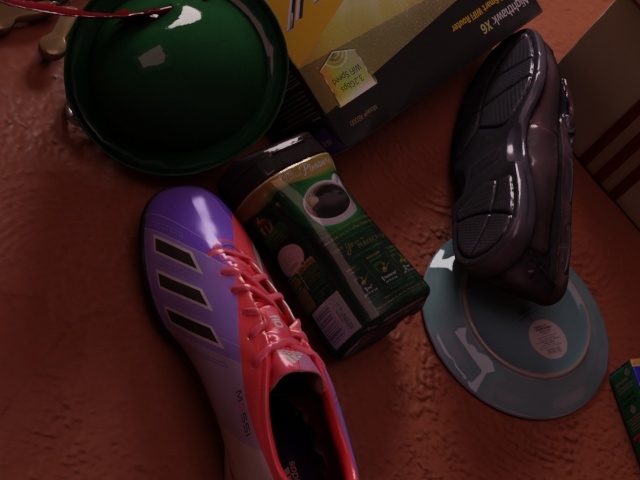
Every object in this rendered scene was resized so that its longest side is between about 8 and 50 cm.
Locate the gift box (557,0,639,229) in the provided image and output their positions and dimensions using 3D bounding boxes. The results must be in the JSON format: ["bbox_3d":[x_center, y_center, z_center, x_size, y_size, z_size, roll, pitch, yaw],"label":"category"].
[{"bbox_3d":[0.408,-0.156,1.331,0.276,0.258,0.255,46,53,7],"label":"gift box"}]

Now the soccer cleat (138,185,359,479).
[{"bbox_3d":[-0.047,0.082,1.047,0.109,0.116,0.318,-8,65,-30],"label":"soccer cleat"}]

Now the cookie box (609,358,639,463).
[{"bbox_3d":[0.314,0.156,1.229,0.092,0.040,0.107,-2,61,-27],"label":"cookie box"}]

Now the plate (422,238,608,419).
[{"bbox_3d":[0.177,0.067,1.227,0.188,0.024,0.188,13,55,-19],"label":"plate"}]

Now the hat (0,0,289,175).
[{"bbox_3d":[-0.124,-0.135,1.048,0.208,0.183,0.173,-17,91,-3],"label":"hat"}]

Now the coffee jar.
[{"bbox_3d":[0.000,0.000,1.145,0.096,0.079,0.184,-27,76,-40],"label":"coffee jar"}]

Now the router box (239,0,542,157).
[{"bbox_3d":[0.034,-0.238,1.268,0.309,0.081,0.243,-38,99,-37],"label":"router box"}]

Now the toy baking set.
[{"bbox_3d":[-0.179,-0.185,1.206,0.256,0.030,0.197,44,56,8],"label":"toy baking set"}]

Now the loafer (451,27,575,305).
[{"bbox_3d":[0.182,-0.066,1.267,0.095,0.109,0.302,37,42,-25],"label":"loafer"}]
